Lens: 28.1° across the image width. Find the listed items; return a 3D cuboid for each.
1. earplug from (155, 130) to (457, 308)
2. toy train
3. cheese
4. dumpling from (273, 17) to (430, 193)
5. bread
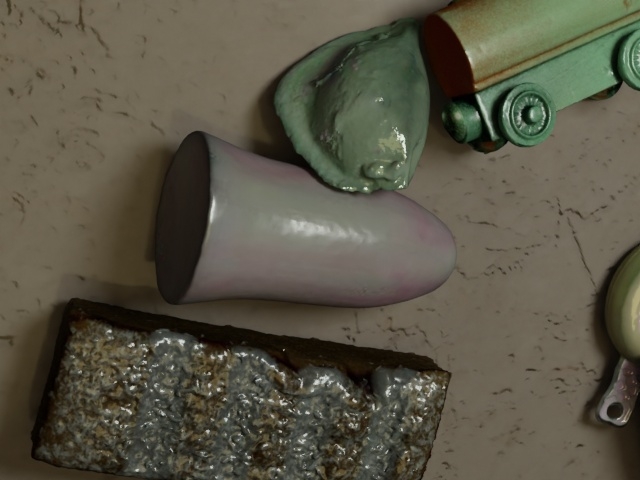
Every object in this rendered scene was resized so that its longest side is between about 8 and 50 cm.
[{"bbox_3d":[0.000,0.000,1.298,0.301,0.172,0.172,10,100,-23],"label":"earplug"},{"bbox_3d":[0.236,-0.203,1.315,0.285,0.116,0.177,-25,100,-18],"label":"toy train"},{"bbox_3d":[0.376,0.109,1.459,0.137,0.064,0.227,22,96,-14],"label":"cheese"},{"bbox_3d":[0.043,-0.145,1.280,0.149,0.105,0.217,25,59,-18],"label":"dumpling"},{"bbox_3d":[-0.080,0.174,1.333,0.416,0.113,0.165,10,98,-15],"label":"bread"}]
